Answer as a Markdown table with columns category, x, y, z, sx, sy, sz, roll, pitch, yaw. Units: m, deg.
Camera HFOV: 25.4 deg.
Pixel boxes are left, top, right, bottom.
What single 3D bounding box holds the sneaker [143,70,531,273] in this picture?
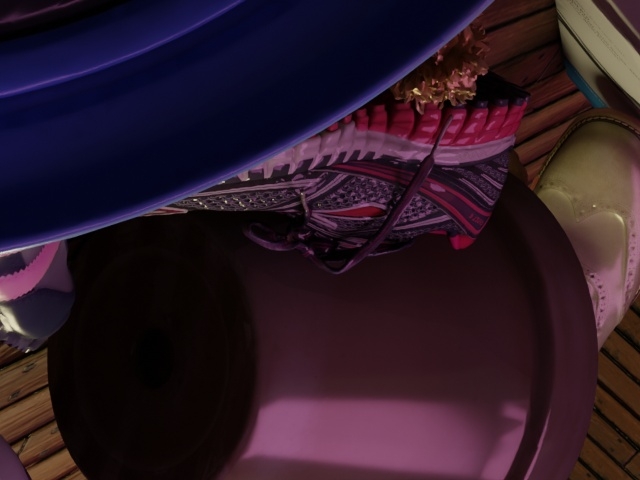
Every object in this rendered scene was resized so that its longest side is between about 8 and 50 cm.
| category | x | y | z | sx | sy | sz | roll | pitch | yaw |
| --- | --- | --- | --- | --- | --- | --- | --- | --- | --- |
| sneaker | -0.009 | -0.035 | 0.797 | 0.299 | 0.121 | 0.112 | -5 | 117 | -31 |

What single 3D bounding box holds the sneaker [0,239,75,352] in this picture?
| category | x | y | z | sx | sy | sz | roll | pitch | yaw |
| --- | --- | --- | --- | --- | --- | --- | --- | --- | --- |
| sneaker | -0.135 | -0.046 | 0.613 | 0.131 | 0.112 | 0.319 | -41 | 165 | -11 |

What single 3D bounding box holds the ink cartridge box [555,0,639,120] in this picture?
| category | x | y | z | sx | sy | sz | roll | pitch | yaw |
| --- | --- | --- | --- | --- | --- | --- | --- | --- | --- |
| ink cartridge box | 0.382 | -0.242 | 1.345 | 0.285 | 0.166 | 0.395 | -38 | 165 | 5 |

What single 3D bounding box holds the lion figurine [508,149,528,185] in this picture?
| category | x | y | z | sx | sy | sz | roll | pitch | yaw |
| --- | --- | --- | --- | --- | --- | --- | --- | --- | --- |
| lion figurine | 0.120 | -0.015 | 1.407 | 0.392 | 0.142 | 0.240 | -51 | 166 | -51 |

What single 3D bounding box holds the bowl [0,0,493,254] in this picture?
| category | x | y | z | sx | sy | sz | roll | pitch | yaw |
| --- | --- | --- | --- | --- | --- | --- | --- | --- | --- |
| bowl | -0.077 | -0.145 | 0.324 | 0.391 | 0.077 | 0.391 | -19 | 148 | -13 |

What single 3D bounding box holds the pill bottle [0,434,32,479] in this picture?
| category | x | y | z | sx | sy | sz | roll | pitch | yaw |
| --- | --- | --- | --- | --- | --- | --- | --- | --- | --- |
| pill bottle | -0.236 | 0.178 | 0.802 | 0.169 | 0.169 | 0.301 | -42 | 165 | -18 |

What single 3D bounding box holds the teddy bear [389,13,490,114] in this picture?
| category | x | y | z | sx | sy | sz | roll | pitch | yaw |
| --- | --- | --- | --- | --- | --- | --- | --- | --- | --- |
| teddy bear | 0.041 | -0.174 | 0.672 | 0.338 | 0.113 | 0.245 | -17 | 111 | -51 |

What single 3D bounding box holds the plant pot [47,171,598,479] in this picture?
| category | x | y | z | sx | sy | sz | roll | pitch | yaw |
| --- | --- | --- | --- | --- | --- | --- | --- | --- | --- |
| plant pot | -0.021 | 0.080 | 0.968 | 0.280 | 0.323 | 0.323 | 5 | 129 | -50 |

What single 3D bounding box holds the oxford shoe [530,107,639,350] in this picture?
| category | x | y | z | sx | sy | sz | roll | pitch | yaw |
| --- | --- | --- | --- | --- | --- | --- | --- | --- | --- |
| oxford shoe | 0.232 | 0.064 | 1.396 | 0.146 | 0.141 | 0.397 | -41 | 148 | -57 |
